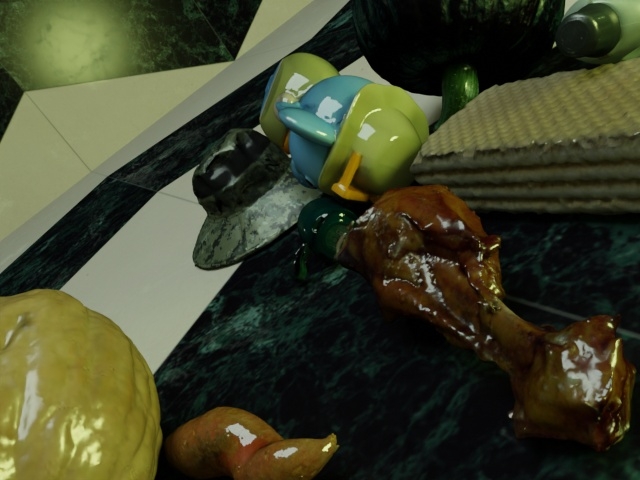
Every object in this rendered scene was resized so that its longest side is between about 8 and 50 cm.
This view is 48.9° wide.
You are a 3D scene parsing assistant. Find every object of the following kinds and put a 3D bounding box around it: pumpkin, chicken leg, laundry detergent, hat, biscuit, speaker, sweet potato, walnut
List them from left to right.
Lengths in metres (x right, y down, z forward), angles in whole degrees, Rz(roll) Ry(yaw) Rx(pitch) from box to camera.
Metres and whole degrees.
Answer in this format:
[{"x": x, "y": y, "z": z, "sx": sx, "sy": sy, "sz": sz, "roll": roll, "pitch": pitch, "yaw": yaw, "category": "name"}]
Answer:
[{"x": -0.239, "y": 0.159, "z": 0.564, "sx": 0.225, "sy": 0.225, "sz": 0.261, "roll": -36, "pitch": 31, "yaw": 0, "category": "walnut"}, {"x": -0.068, "y": 0.158, "z": 0.536, "sx": 0.202, "sy": 0.058, "sz": 0.055, "roll": -11, "pitch": 21, "yaw": 49, "category": "sweet potato"}, {"x": -0.110, "y": -0.086, "z": 0.996, "sx": 0.265, "sy": 0.128, "sz": 0.265, "roll": -33, "pitch": 19, "yaw": 13, "category": "hat"}, {"x": -0.005, "y": -0.002, "z": 0.758, "sx": 0.094, "sy": 0.060, "sz": 0.075, "roll": -37, "pitch": 21, "yaw": -4, "category": "speaker"}, {"x": 0.162, "y": -0.237, "z": 0.829, "sx": 0.248, "sy": 0.248, "sz": 0.248, "roll": -30, "pitch": 23, "yaw": 14, "category": "pumpkin"}, {"x": 0.106, "y": 0.045, "z": 0.493, "sx": 0.113, "sy": 0.093, "sz": 0.304, "roll": -51, "pitch": 29, "yaw": 8, "category": "chicken leg"}, {"x": 0.280, "y": -0.200, "z": 0.636, "sx": 0.099, "sy": 0.070, "sz": 0.225, "roll": 11, "pitch": 26, "yaw": 42, "category": "laundry detergent"}, {"x": 0.251, "y": -0.084, "z": 0.535, "sx": 0.144, "sy": 0.079, "sz": 0.426, "roll": -43, "pitch": 24, "yaw": -22, "category": "biscuit"}]

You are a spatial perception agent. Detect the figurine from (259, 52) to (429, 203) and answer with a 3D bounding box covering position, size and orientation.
[{"x": 0.024, "y": -0.127, "z": 0.813, "sx": 0.153, "sy": 0.180, "sz": 0.262, "roll": -41, "pitch": 30, "yaw": 3, "category": "figurine"}]
